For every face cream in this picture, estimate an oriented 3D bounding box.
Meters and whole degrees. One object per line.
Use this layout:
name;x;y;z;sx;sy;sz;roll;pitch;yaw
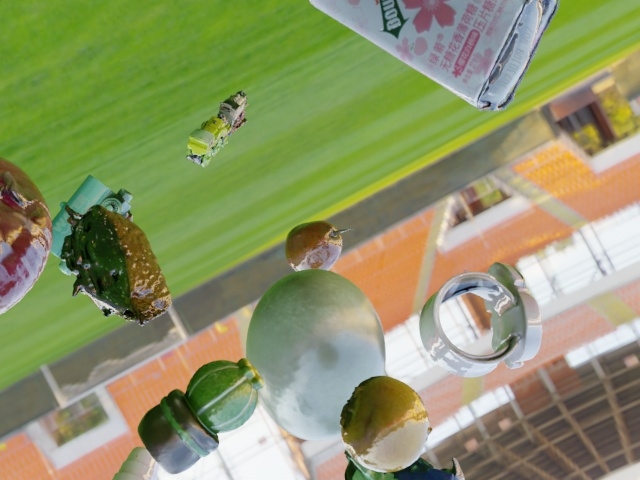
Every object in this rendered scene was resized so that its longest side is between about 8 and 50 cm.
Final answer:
face cream;-0.452;0.620;2.075;0.102;0.102;0.345;-29;-149;45

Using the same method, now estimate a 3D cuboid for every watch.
watch;0.322;0.161;1.948;0.232;0.244;0.196;-2;157;-10

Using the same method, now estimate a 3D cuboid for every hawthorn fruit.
hawthorn fruit;-0.007;0.002;2.358;0.189;0.149;0.149;-50;174;12

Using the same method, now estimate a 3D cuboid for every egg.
egg;-0.008;0.208;1.673;0.259;0.352;0.258;-4;-146;2

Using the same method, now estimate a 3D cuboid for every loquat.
loquat;0.097;0.272;1.382;0.141;0.141;0.141;-28;179;0

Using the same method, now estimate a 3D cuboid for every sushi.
sushi;-0.362;0.061;1.602;0.149;0.287;0.140;-42;147;25

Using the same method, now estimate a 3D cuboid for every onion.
onion;-0.669;-0.019;1.684;0.354;0.353;0.353;-28;179;0

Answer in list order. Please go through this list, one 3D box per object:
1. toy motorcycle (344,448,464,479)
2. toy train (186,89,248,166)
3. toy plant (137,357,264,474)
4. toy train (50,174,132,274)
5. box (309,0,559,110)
toy motorcycle;0.212;0.572;2.208;0.196;0.331;0.125;-54;149;-19
toy train;-0.205;-0.235;1.903;0.249;0.053;0.085;-60;171;-53
toy plant;-0.144;0.212;1.154;0.162;0.092;0.093;-39;-179;-7
toy train;-0.569;-0.043;2.235;0.248;0.159;0.101;-52;170;-7
box;0.162;-0.359;1.395;0.112;0.370;0.190;-11;131;-49
